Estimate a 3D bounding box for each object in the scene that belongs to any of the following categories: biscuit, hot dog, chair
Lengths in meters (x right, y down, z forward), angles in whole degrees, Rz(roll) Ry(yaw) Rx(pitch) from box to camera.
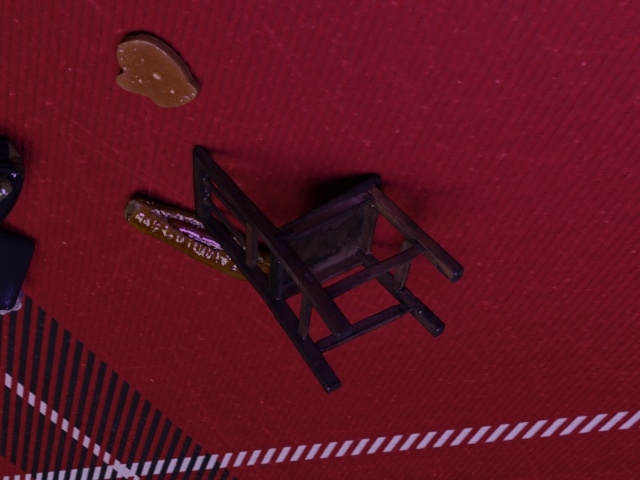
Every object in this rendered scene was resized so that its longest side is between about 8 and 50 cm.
[{"bbox_3d":[-0.254,-0.252,1.637,0.118,0.023,0.140,-8,139,26],"label":"biscuit"},{"bbox_3d":[-0.210,0.004,1.920,0.289,0.068,0.083,24,149,-16],"label":"hot dog"},{"bbox_3d":[0.000,0.000,1.776,0.241,0.416,0.203,-27,150,-21],"label":"chair"}]

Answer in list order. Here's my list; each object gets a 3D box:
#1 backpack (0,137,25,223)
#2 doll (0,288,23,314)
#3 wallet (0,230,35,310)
[{"bbox_3d":[-0.624,-0.076,1.812,0.253,0.140,0.207,-10,154,-35],"label":"backpack"},{"bbox_3d":[-0.670,0.044,2.068,0.293,0.138,0.119,50,170,-36],"label":"doll"},{"bbox_3d":[-0.652,0.034,1.990,0.250,0.149,0.044,20,175,-38],"label":"wallet"}]
